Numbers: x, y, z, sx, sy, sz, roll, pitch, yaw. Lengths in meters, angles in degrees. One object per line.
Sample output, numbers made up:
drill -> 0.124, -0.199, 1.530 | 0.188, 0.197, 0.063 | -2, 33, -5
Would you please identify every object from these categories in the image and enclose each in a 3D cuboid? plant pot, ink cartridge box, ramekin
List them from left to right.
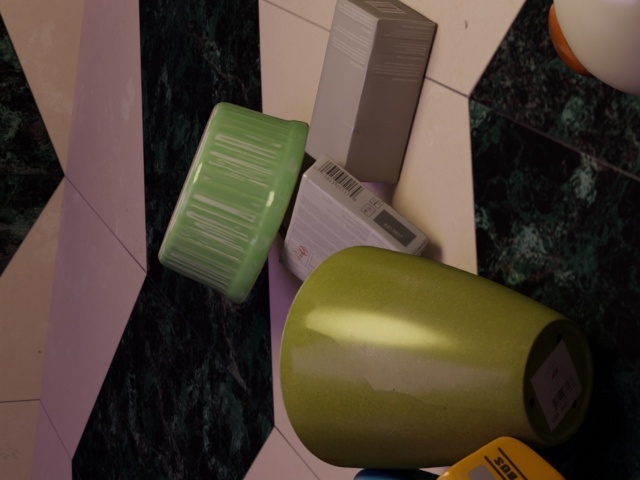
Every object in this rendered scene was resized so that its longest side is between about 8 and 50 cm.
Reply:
ramekin -> -0.140, -0.067, 1.798 | 0.303, 0.148, 0.304 | -159, 90, -82
ink cartridge box -> 0.040, 0.011, 1.621 | 0.189, 0.066, 0.232 | 39, 153, 13
plant pot -> 0.152, 0.145, 1.323 | 0.293, 0.274, 0.275 | 2, 91, 45

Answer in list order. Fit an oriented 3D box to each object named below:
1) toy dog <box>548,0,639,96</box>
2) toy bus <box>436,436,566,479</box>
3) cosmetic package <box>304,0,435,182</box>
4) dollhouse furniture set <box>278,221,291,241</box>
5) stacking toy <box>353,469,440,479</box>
toy dog -> 0.280, -0.316, 0.964 | 0.284, 0.395, 0.408 | 10, 132, 48
toy bus -> 0.254, 0.353, 1.140 | 0.333, 0.130, 0.108 | 48, 142, 26
cosmetic package -> 0.065, -0.208, 1.605 | 0.127, 0.107, 0.238 | 46, 132, 51
dollhouse furniture set -> 0.000, 0.000, 1.816 | 0.081, 0.091, 0.114 | -37, 75, 8
stacking toy -> 0.087, 0.432, 1.380 | 0.166, 0.175, 0.302 | 22, -96, -84
